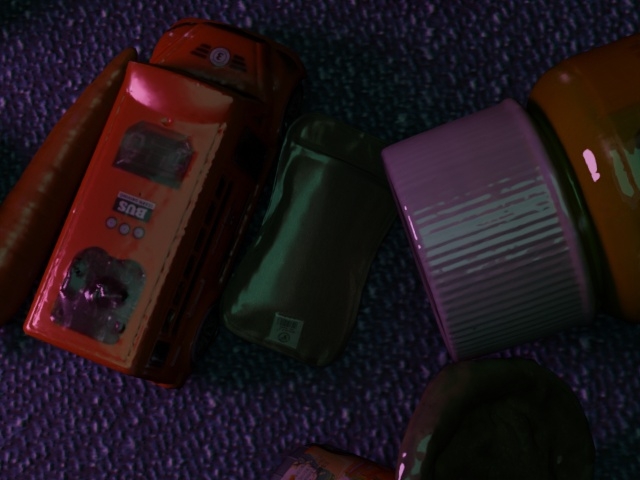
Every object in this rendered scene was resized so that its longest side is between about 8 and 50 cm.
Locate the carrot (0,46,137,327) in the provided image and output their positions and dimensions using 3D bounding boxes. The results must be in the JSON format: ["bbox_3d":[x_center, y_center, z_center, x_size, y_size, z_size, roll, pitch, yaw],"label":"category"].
[{"bbox_3d":[-0.262,-0.042,1.011,0.069,0.069,0.336,25,82,10],"label":"carrot"}]

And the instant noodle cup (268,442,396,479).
[{"bbox_3d":[0.017,0.244,0.884,0.125,0.178,0.208,22,59,25],"label":"instant noodle cup"}]

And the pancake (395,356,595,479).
[{"bbox_3d":[0.143,0.195,0.850,0.042,0.236,0.222,5,56,50],"label":"pancake"}]

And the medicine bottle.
[{"bbox_3d":[0.257,-0.051,0.865,0.384,0.224,0.224,-19,79,3],"label":"medicine bottle"}]

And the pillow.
[{"bbox_3d":[0.000,0.000,0.974,0.130,0.033,0.218,22,83,-13],"label":"pillow"}]

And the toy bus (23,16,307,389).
[{"bbox_3d":[-0.132,-0.046,0.950,0.143,0.153,0.329,21,83,12],"label":"toy bus"}]
